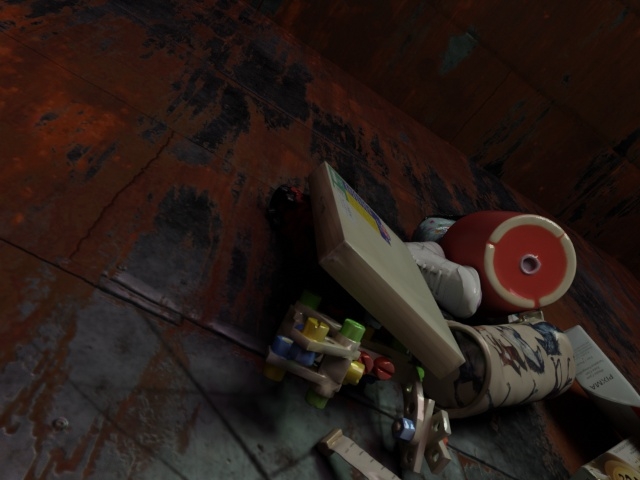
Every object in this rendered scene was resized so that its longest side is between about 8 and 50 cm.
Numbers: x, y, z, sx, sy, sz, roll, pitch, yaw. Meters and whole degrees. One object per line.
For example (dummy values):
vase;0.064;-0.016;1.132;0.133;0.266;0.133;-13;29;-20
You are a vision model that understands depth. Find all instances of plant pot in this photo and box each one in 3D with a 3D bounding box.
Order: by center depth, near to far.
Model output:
plant pot;0.422;0.051;1.168;0.275;0.275;0.243;39;-4;0

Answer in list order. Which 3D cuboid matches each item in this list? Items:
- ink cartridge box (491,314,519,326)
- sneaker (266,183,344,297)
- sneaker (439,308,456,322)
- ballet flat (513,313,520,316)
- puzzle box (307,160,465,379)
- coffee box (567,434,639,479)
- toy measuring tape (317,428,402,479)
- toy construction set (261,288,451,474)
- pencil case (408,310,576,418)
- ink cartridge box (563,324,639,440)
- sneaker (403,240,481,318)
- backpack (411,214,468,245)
ink cartridge box;0.497;0.249;1.283;0.135;0.056;0.099;36;27;-6
sneaker;0.000;0.000;1.012;0.135;0.097;0.276;10;37;-39
sneaker;0.201;0.145;1.071;0.191;0.071;0.083;24;25;-27
ballet flat;0.518;0.184;1.418;0.067;0.073;0.206;21;15;29
puzzle box;0.093;0.023;0.893;0.272;0.052;0.409;44;14;-19
coffee box;0.548;0.471;0.913;0.297;0.118;0.168;8;29;-45
toy measuring tape;0.124;0.367;0.632;0.330;0.121;0.121;27;19;31
toy construction set;0.062;0.186;0.739;0.328;0.151;0.215;40;-4;-20
pencil case;0.341;0.231;1.001;0.411;0.160;0.183;9;58;-44
ink cartridge box;0.679;0.405;1.113;0.308;0.091;0.385;45;17;-28
sneaker;0.233;0.083;1.127;0.152;0.114;0.305;5;16;-17
backpack;0.338;0.004;1.375;0.182;0.151;0.115;13;26;-20
